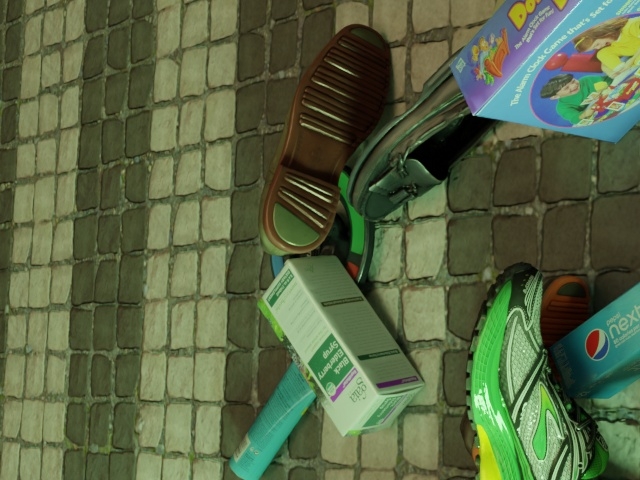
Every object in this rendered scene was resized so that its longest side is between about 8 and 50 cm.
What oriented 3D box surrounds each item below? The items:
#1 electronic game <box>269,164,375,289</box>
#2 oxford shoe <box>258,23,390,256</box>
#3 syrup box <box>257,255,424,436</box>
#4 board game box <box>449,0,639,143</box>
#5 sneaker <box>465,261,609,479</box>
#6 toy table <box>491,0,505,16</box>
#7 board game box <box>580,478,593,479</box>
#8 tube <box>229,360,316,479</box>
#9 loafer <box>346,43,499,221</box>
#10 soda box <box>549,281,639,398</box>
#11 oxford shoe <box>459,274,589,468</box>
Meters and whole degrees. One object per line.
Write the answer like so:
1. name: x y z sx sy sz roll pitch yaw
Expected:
1. electronic game: 0.000 0.000 2.170 0.229 0.048 0.229 -12 75 51
2. oxford shoe: -0.010 -0.139 2.105 0.348 0.123 0.130 -65 14 -17
3. syrup box: 0.025 0.139 2.044 0.237 0.096 0.093 56 130 27
4. board game box: 0.335 -0.256 1.627 0.347 0.233 0.078 -48 50 36
5. sneaker: 0.243 0.189 1.684 0.146 0.134 0.343 -4 102 16
6. toy table: 0.272 -0.364 1.739 0.274 0.252 0.161 120 154 -44
7. board game box: 0.291 0.342 1.751 0.201 0.035 0.136 30 108 50
8. tube: -0.062 0.257 2.214 0.080 0.052 0.207 51 118 37
9. loafer: 0.141 -0.120 1.965 0.302 0.109 0.095 -51 52 31
10. soda box: 0.353 0.099 1.680 0.210 0.071 0.067 -42 54 40
11. oxford shoe: 0.231 0.147 1.815 0.098 0.097 0.271 50 123 50
